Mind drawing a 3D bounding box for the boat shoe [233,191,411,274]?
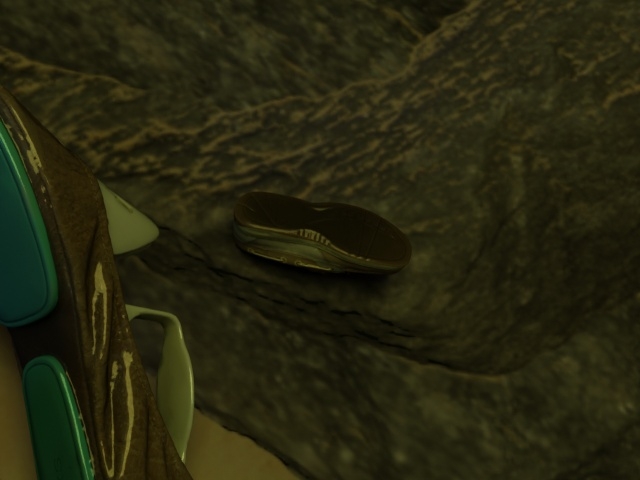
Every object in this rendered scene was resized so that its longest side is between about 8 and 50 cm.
[{"bbox_3d":[0.000,0.000,1.264,0.135,0.045,0.050,16,52,-1],"label":"boat shoe"}]

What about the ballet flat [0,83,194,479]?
[{"bbox_3d":[-0.152,0.051,1.124,0.124,0.116,0.342,-18,90,-40],"label":"ballet flat"}]
